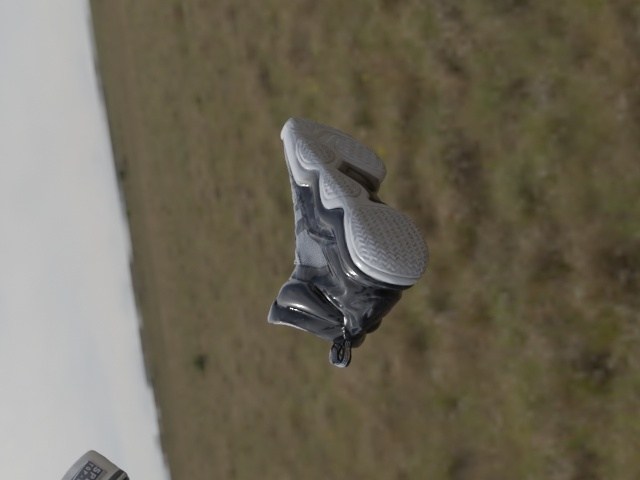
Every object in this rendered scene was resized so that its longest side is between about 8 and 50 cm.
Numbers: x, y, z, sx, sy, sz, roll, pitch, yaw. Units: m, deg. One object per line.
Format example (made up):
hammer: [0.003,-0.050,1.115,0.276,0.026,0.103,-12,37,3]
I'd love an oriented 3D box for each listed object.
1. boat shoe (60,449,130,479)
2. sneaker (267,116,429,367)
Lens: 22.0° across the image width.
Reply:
boat shoe: [-0.138,0.231,1.153,0.108,0.102,0.301,-56,-6,-25]
sneaker: [0.000,0.000,1.523,0.153,0.101,0.268,-61,31,23]
